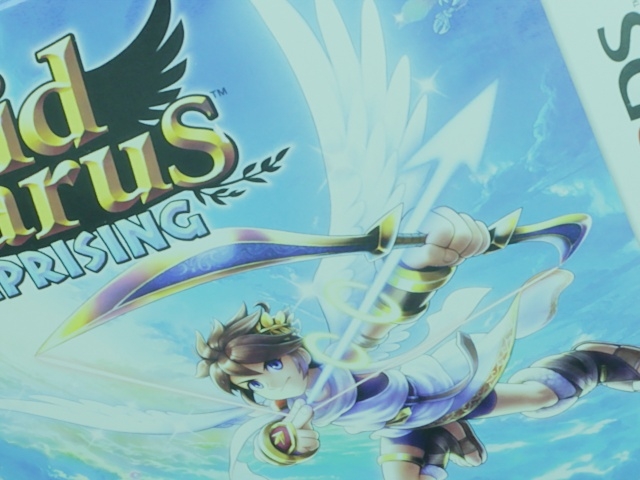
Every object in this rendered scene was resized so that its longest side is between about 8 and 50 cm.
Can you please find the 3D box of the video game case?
[{"bbox_3d":[0.000,0.000,0.538,0.269,0.061,0.244,-18,121,16],"label":"video game case"}]
